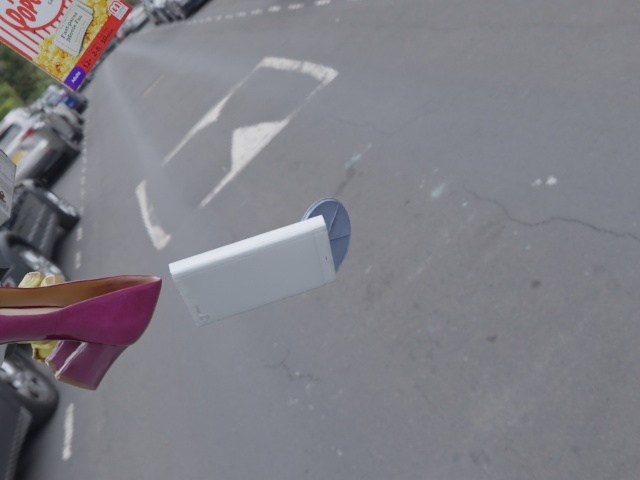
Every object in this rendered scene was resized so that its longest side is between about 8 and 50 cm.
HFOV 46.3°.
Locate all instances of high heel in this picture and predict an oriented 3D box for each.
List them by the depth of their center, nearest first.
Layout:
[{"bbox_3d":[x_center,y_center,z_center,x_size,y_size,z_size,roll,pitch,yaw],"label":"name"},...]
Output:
[{"bbox_3d":[-0.377,0.056,0.939,0.127,0.377,0.181,32,87,39],"label":"high heel"}]

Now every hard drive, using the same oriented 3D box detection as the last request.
[{"bbox_3d":[-0.126,0.066,1.506,0.308,0.203,0.040,-19,54,-5],"label":"hard drive"}]

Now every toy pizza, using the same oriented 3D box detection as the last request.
[{"bbox_3d":[0.000,0.000,1.706,0.032,0.201,0.201,14,60,37],"label":"toy pizza"}]

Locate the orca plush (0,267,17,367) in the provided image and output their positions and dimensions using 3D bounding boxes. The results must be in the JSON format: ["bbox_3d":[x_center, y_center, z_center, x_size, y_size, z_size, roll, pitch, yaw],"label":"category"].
[{"bbox_3d":[-0.625,0.153,1.316,0.151,0.102,0.287,-45,-25,-45],"label":"orca plush"}]

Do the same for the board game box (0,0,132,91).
[{"bbox_3d":[-0.386,-0.324,1.043,0.146,0.193,0.045,-58,24,-5],"label":"board game box"}]

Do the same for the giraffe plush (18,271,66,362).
[{"bbox_3d":[-0.596,0.195,1.635,0.210,0.170,0.181,-42,47,-5],"label":"giraffe plush"}]

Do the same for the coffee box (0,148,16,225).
[{"bbox_3d":[-0.756,-0.102,1.638,0.141,0.098,0.246,-35,36,5],"label":"coffee box"}]
